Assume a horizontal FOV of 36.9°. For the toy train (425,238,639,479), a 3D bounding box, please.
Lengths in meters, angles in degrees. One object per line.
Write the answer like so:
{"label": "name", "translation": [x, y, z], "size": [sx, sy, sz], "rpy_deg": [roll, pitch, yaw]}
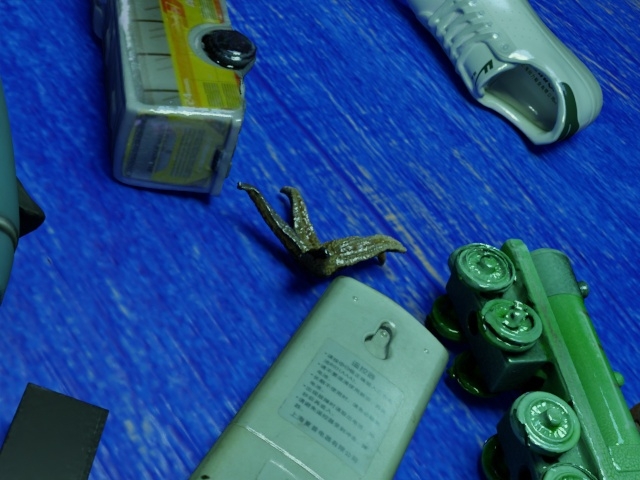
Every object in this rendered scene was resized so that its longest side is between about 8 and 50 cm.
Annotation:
{"label": "toy train", "translation": [0.157, 0.103, 0.642], "size": [0.119, 0.085, 0.251], "rpy_deg": [1, 51, -17]}

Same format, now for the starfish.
{"label": "starfish", "translation": [-0.004, 0.004, 0.662], "size": [0.133, 0.041, 0.130], "rpy_deg": [24, 15, -4]}

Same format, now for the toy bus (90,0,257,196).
{"label": "toy bus", "translation": [-0.114, -0.153, 0.720], "size": [0.106, 0.092, 0.268], "rpy_deg": [3, 48, -21]}

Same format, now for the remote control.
{"label": "remote control", "translation": [0.005, 0.109, 0.573], "size": [0.098, 0.038, 0.233], "rpy_deg": [37, 37, 1]}

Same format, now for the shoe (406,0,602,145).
{"label": "shoe", "translation": [0.170, -0.199, 0.968], "size": [0.265, 0.095, 0.110], "rpy_deg": [41, 39, 4]}

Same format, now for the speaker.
{"label": "speaker", "translation": [-0.142, 0.152, 0.419], "size": [0.046, 0.040, 0.191], "rpy_deg": [23, 40, -14]}

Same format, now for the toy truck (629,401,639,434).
{"label": "toy truck", "translation": [0.277, 0.188, 0.653], "size": [0.092, 0.083, 0.192], "rpy_deg": [-11, 58, -37]}

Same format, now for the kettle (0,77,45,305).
{"label": "kettle", "translation": [-0.284, -0.071, 0.389], "size": [0.319, 0.247, 0.342], "rpy_deg": [-17, 71, -55]}
